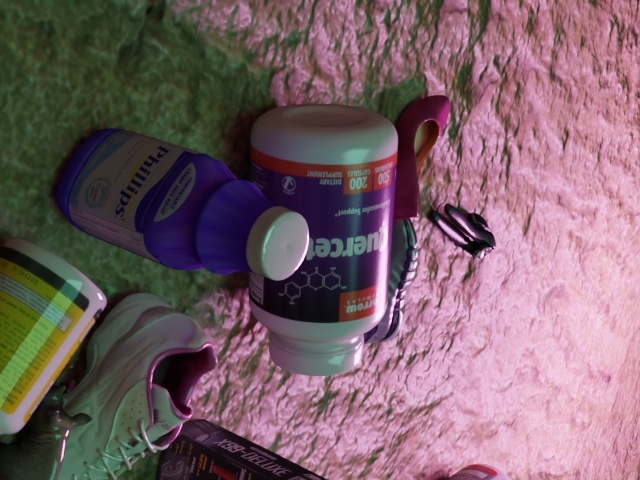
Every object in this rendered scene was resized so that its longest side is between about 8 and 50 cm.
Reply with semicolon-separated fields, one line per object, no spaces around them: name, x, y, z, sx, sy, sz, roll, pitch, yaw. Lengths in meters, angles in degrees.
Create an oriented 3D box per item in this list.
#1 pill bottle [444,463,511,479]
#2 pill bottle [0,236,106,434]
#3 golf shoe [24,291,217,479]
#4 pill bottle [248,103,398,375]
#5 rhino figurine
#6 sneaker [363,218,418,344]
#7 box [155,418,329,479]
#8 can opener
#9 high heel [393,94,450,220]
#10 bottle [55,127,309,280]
pill bottle;0.229;0.521;1.856;0.283;0.161;0.161;-17;118;-48
pill bottle;-0.311;0.111;1.007;0.208;0.119;0.119;-58;142;-19
golf shoe;-0.227;0.205;1.142;0.306;0.140;0.115;-61;144;-11
pill bottle;0.000;0.000;1.314;0.181;0.181;0.323;-22;121;-46
rhino figurine;-0.306;0.233;1.054;0.073;0.106;0.243;29;89;-48
sneaker;0.081;0.058;1.533;0.098;0.083;0.224;-17;118;-43
box;-0.113;0.408;1.290;0.076;0.242;0.307;2;102;-53
can opener;0.235;-0.016;1.736;0.059;0.073;0.186;-38;146;21
high heel;0.151;-0.123;1.513;0.244;0.117;0.082;-46;136;-31
bottle;-0.138;-0.031;1.033;0.118;0.283;0.092;-59;142;-14
